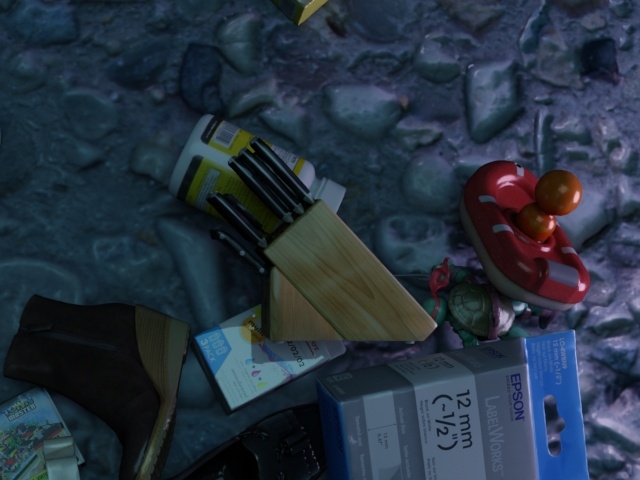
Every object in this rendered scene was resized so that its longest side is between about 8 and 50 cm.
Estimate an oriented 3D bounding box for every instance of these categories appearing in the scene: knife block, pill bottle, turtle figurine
[{"bbox_3d":[0.000,0.000,1.231,0.276,0.088,0.242,1,92,-11],"label":"knife block"},{"bbox_3d":[-0.081,-0.069,1.324,0.208,0.119,0.119,26,70,-2],"label":"pill bottle"},{"bbox_3d":[0.204,0.107,1.334,0.234,0.118,0.175,10,71,-14],"label":"turtle figurine"}]

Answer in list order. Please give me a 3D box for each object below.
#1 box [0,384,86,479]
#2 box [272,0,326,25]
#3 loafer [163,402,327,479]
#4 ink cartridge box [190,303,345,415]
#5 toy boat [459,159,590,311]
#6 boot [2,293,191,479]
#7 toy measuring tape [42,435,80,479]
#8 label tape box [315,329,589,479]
[{"bbox_3d":[-0.395,0.266,1.200,0.207,0.036,0.114,-29,80,-18],"label":"box"},{"bbox_3d":[0.022,-0.419,1.487,0.087,0.058,0.232,43,69,4],"label":"box"},{"bbox_3d":[-0.096,0.286,1.222,0.302,0.095,0.109,-26,79,-17],"label":"loafer"},{"bbox_3d":[-0.060,0.132,1.295,0.181,0.061,0.104,-26,80,-18],"label":"ink cartridge box"},{"bbox_3d":[0.282,-0.030,1.331,0.151,0.151,0.231,16,34,-28],"label":"toy boat"},{"bbox_3d":[-0.272,0.180,1.210,0.207,0.090,0.248,8,51,-3],"label":"boot"},{"bbox_3d":[-0.269,0.384,1.128,0.121,0.121,0.330,-7,83,-13],"label":"toy measuring tape"},{"bbox_3d":[0.184,0.264,1.233,0.348,0.115,0.249,-9,99,-12],"label":"label tape box"}]
